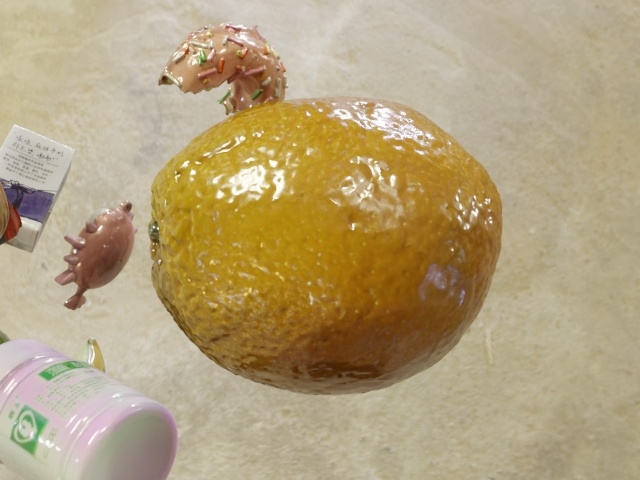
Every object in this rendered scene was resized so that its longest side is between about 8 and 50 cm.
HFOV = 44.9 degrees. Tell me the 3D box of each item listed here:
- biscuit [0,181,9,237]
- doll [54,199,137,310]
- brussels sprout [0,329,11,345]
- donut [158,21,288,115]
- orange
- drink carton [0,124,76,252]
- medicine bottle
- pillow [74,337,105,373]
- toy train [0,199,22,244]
[{"bbox_3d":[-0.416,-0.067,0.609,0.262,0.052,0.277,-27,112,2],"label":"biscuit"},{"bbox_3d":[-0.472,0.031,1.652,0.093,0.211,0.262,31,99,20],"label":"doll"},{"bbox_3d":[-0.790,0.262,1.769,0.161,0.144,0.180,55,33,-15],"label":"brussels sprout"},{"bbox_3d":[-0.094,-0.193,0.900,0.166,0.117,0.065,17,19,-49],"label":"donut"},{"bbox_3d":[0.000,0.000,0.811,0.357,0.322,0.322,7,69,-11],"label":"orange"},{"bbox_3d":[-0.594,-0.106,1.546,0.134,0.102,0.222,21,54,-14],"label":"drink carton"},{"bbox_3d":[-0.417,0.306,1.274,0.326,0.212,0.212,17,57,34],"label":"medicine bottle"},{"bbox_3d":[-0.550,0.429,1.763,0.119,0.312,0.310,10,26,-21],"label":"pillow"},{"bbox_3d":[-0.674,-0.022,1.175,0.410,0.086,0.089,2,53,-1],"label":"toy train"}]
